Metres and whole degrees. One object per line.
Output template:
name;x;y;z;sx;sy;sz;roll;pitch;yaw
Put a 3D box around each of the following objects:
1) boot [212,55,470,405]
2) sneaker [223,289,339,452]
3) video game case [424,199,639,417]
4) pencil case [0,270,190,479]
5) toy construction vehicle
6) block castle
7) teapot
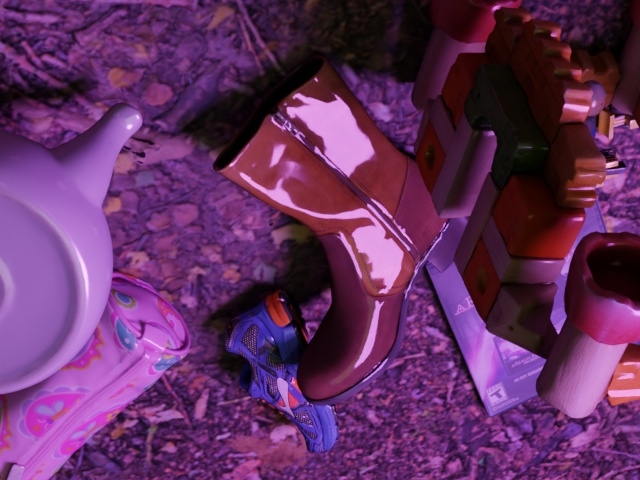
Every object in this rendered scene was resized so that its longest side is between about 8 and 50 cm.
boot;0.000;0.000;1.678;0.264;0.096;0.280;-49;131;1
sneaker;-0.040;0.144;1.843;0.087;0.083;0.221;-18;126;7
video game case;0.237;0.067;1.912;0.196;0.026;0.274;-25;134;0
pencil case;-0.258;0.158;1.731;0.284;0.124;0.124;-44;130;16
toy construction vehicle;0.283;-0.094;1.784;0.098;0.035;0.086;-12;132;-12
block castle;0.274;-0.080;1.516;0.303;0.453;0.213;-2;136;-19
teapot;-0.299;0.004;1.543;0.256;0.187;0.252;6;116;-2
